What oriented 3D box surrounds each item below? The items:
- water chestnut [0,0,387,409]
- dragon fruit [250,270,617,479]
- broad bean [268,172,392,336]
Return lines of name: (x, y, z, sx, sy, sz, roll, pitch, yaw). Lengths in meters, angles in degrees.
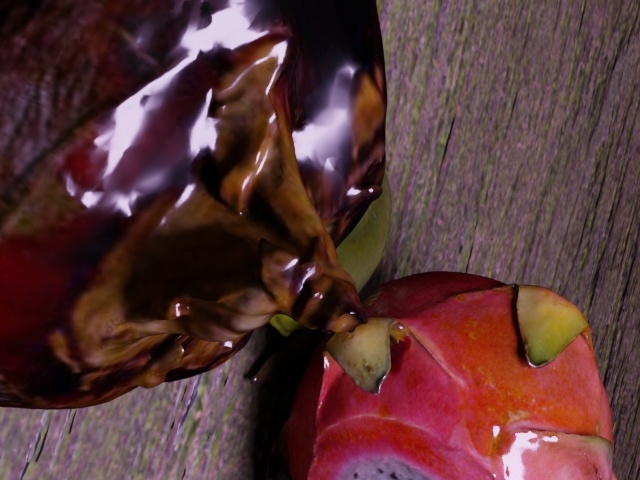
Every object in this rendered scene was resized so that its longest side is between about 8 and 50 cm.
water chestnut: (-0.091, -0.045, 0.784, 0.335, 0.347, 0.335, -38, 149, -27)
dragon fruit: (0.082, 0.174, 1.165, 0.189, 0.290, 0.290, -24, 118, -56)
broad bean: (0.000, 0.000, 1.169, 0.174, 0.082, 0.124, -35, 124, -43)
